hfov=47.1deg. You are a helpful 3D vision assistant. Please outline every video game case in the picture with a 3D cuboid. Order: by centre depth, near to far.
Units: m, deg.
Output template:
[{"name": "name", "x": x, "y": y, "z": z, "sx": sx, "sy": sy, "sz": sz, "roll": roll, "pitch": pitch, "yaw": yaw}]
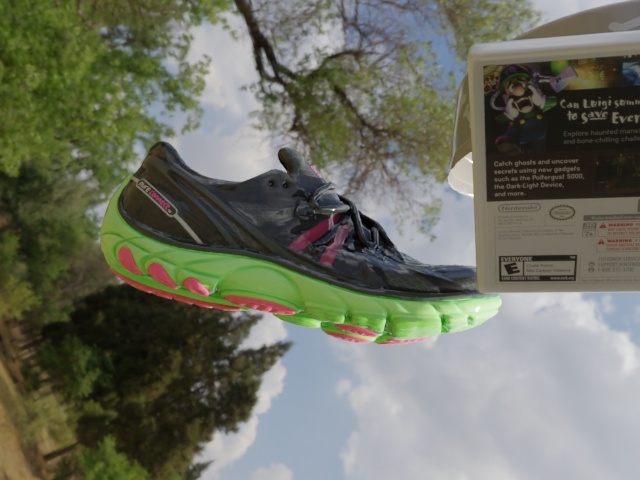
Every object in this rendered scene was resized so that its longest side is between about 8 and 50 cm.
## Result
[{"name": "video game case", "x": 0.187, "y": -0.040, "z": 0.434, "sx": 0.022, "sy": 0.191, "sz": 0.173, "roll": -74, "pitch": 159, "yaw": -51}]

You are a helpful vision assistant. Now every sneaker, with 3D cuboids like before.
[{"name": "sneaker", "x": 0.000, "y": 0.000, "z": 0.855, "sx": 0.185, "sy": 0.483, "sz": 0.202, "roll": 144, "pitch": -40, "yaw": -69}]

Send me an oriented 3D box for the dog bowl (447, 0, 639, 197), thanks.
[{"name": "dog bowl", "x": 0.302, "y": -0.132, "z": 0.765, "sx": 0.349, "sy": 0.349, "sz": 0.102, "roll": 143, "pitch": -55, "yaw": -67}]
